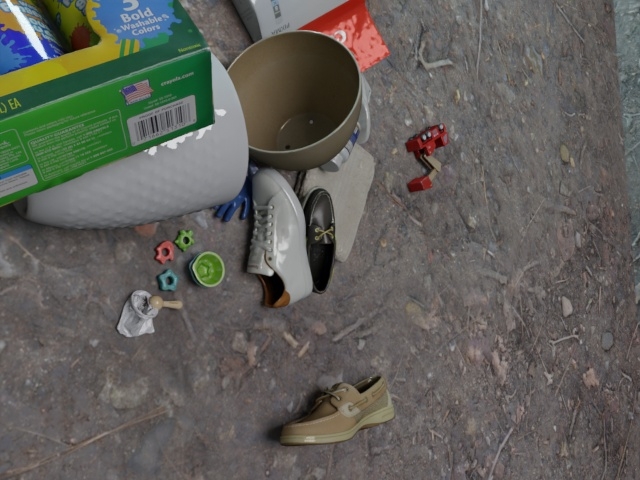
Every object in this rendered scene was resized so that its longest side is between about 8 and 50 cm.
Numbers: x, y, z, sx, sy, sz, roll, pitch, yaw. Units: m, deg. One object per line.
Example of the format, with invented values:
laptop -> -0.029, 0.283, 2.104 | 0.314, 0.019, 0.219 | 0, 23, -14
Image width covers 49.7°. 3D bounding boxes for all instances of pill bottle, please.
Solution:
pill bottle -> 0.039, -0.211, 1.516 | 0.067, 0.067, 0.120 | 40, 60, -32

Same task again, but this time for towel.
towel -> 0.025, -0.113, 1.570 | 0.187, 0.049, 0.282 | 34, 64, -33

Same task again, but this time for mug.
mug -> -0.342, -0.198, 1.100 | 0.328, 0.276, 0.374 | -19, 84, -33

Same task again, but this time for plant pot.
plant pot -> -0.045, -0.251, 1.404 | 0.191, 0.284, 0.284 | 66, 37, -63

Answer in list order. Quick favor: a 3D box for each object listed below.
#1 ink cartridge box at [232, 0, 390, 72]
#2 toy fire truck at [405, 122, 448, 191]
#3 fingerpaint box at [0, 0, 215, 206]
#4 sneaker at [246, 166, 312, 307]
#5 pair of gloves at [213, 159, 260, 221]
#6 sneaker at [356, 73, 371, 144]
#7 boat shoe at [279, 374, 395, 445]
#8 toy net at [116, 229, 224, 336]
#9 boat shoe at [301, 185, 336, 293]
ink cartridge box -> -0.018, -0.520, 1.497 | 0.308, 0.091, 0.385 | -36, 107, -22
toy fire truck -> 0.286, -0.220, 1.827 | 0.192, 0.047, 0.135 | -34, 108, -41
fingerpaint box -> -0.417, -0.250, 0.884 | 0.445, 0.163, 0.371 | -25, 67, -19
sneaker -> -0.098, 0.000, 1.391 | 0.123, 0.106, 0.290 | -26, 107, -42
pair of gloves -> -0.191, -0.136, 1.387 | 0.159, 0.023, 0.198 | -53, 123, -36
sneaker -> 0.093, -0.334, 1.650 | 0.094, 0.080, 0.212 | -11, 91, -55
boat shoe -> 0.033, 0.360, 1.473 | 0.341, 0.122, 0.110 | -1, 80, -53
toy net -> -0.282, 0.080, 1.258 | 0.232, 0.045, 0.122 | -45, 114, -37
boat shoe -> 0.000, 0.000, 1.464 | 0.081, 0.069, 0.227 | -5, 108, -29
